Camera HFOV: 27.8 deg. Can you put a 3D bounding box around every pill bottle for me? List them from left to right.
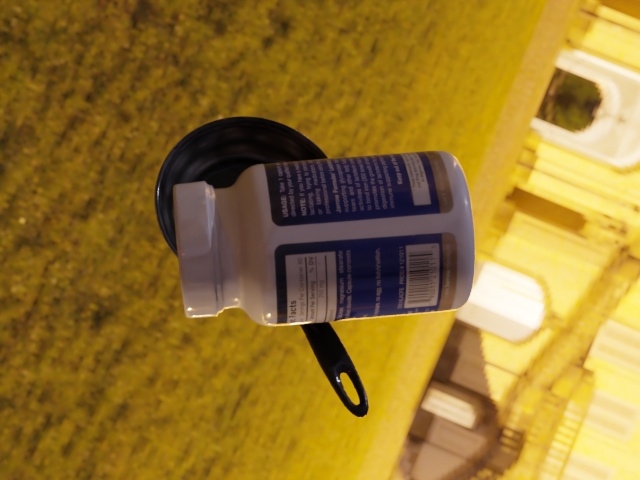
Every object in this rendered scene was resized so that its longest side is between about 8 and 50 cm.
[{"bbox_3d":[0.000,0.000,1.197,0.153,0.264,0.153,176,-90,-85],"label":"pill bottle"}]

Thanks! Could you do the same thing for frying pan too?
[{"bbox_3d":[-0.024,0.009,1.310,0.197,0.326,0.053,-45,173,-25],"label":"frying pan"}]
